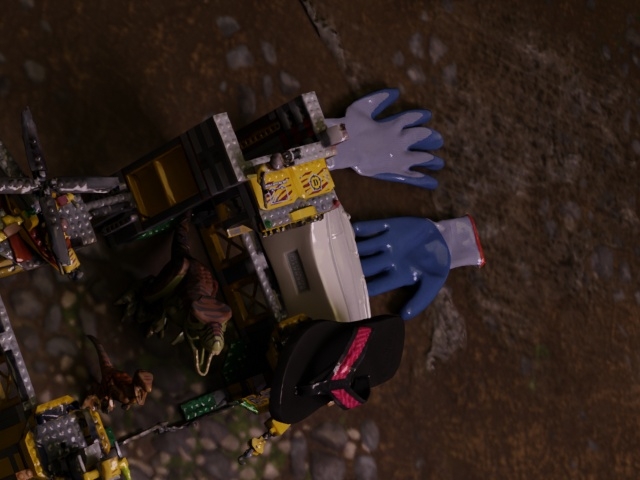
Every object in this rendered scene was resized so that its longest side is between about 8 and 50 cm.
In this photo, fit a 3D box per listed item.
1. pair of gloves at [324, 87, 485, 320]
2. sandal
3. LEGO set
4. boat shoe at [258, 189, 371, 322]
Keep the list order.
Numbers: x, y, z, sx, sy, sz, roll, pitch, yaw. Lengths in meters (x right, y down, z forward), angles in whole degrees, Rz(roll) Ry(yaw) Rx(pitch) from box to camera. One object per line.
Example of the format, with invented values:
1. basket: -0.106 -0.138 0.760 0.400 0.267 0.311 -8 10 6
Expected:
1. pair of gloves: 0.061 -0.032 1.389 0.159 0.023 0.198 -10 79 -40
2. sandal: 0.023 0.086 1.161 0.179 0.040 0.067 -14 115 -57
3. LEGO set: -0.092 0.031 1.119 0.331 0.192 0.254 -7 78 -41
4. boat shoe: 0.000 0.000 1.299 0.063 0.066 0.184 -11 80 -52
